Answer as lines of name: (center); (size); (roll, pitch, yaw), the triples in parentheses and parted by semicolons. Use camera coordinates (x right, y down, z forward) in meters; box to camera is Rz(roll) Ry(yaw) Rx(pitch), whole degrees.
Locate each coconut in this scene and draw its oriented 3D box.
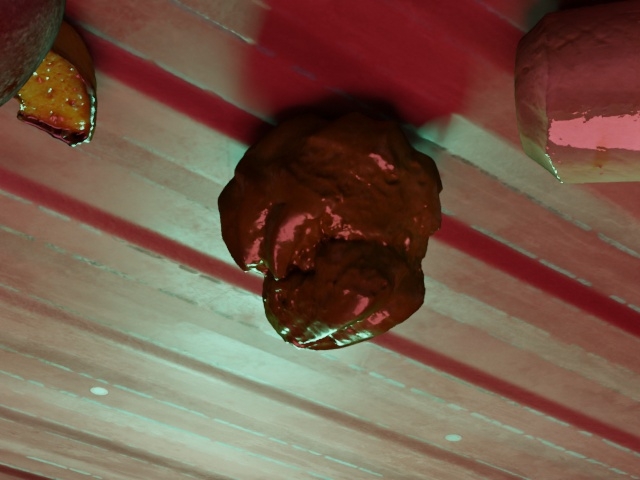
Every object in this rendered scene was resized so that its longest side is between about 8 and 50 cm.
coconut: (0.329, -0.163, 1.178); (0.221, 0.202, 0.202); (-4, 146, 16)

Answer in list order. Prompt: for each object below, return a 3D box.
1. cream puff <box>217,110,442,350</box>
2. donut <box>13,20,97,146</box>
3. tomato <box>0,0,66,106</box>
cream puff: (0.000, -0.005, 1.400); (0.274, 0.270, 0.323); (27, 139, -23)
donut: (-0.363, -0.217, 1.260); (0.259, 0.101, 0.152); (22, 142, -24)
tomato: (-0.400, -0.255, 1.015); (0.316, 0.317, 0.282); (-8, 161, 18)
